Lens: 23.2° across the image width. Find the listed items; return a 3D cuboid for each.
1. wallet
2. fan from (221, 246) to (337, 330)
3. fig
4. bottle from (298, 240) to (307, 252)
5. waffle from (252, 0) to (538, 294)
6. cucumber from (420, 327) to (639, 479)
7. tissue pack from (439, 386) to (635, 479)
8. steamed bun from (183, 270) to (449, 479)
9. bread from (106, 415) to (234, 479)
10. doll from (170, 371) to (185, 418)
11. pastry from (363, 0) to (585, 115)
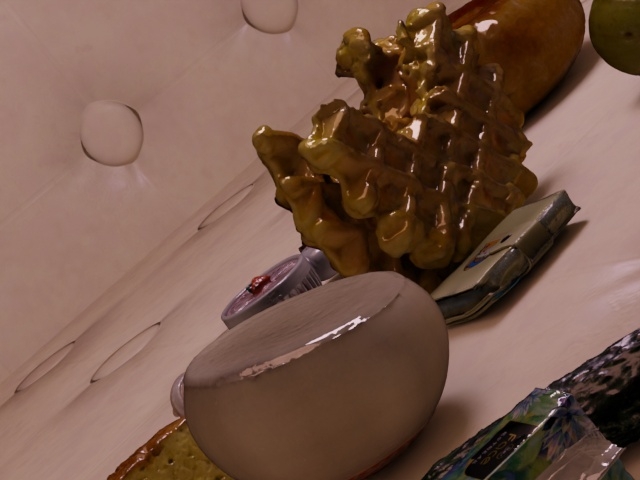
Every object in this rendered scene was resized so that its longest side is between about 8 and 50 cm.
[{"bbox_3d":[0.177,0.017,1.500,0.155,0.039,0.110,-44,9,-30],"label":"wallet"},{"bbox_3d":[-0.019,0.039,1.966,0.244,0.074,0.130,-42,10,-20],"label":"fan"},{"bbox_3d":[0.391,-0.250,1.705,0.186,0.148,0.142,12,20,25],"label":"fig"},{"bbox_3d":[0.002,0.000,2.151,0.063,0.047,0.101,2,-4,-14],"label":"bottle"},{"bbox_3d":[0.089,-0.090,1.638,0.151,0.261,0.324,-31,15,45],"label":"waffle"},{"bbox_3d":[0.178,0.113,1.024,0.293,0.067,0.067,-36,11,17],"label":"cucumber"},{"bbox_3d":[0.131,0.157,0.943,0.111,0.085,0.079,-40,12,-16],"label":"tissue pack"},{"bbox_3d":[0.006,0.130,1.305,0.232,0.145,0.232,-23,10,4],"label":"steamed bun"},{"bbox_3d":[-0.150,0.245,1.459,0.065,0.103,0.187,-25,19,50],"label":"bread"},{"bbox_3d":[-0.137,0.188,1.777,0.127,0.073,0.084,173,115,-77],"label":"doll"},{"bbox_3d":[0.213,-0.233,2.126,0.356,0.164,0.356,-34,6,4],"label":"pastry"}]
